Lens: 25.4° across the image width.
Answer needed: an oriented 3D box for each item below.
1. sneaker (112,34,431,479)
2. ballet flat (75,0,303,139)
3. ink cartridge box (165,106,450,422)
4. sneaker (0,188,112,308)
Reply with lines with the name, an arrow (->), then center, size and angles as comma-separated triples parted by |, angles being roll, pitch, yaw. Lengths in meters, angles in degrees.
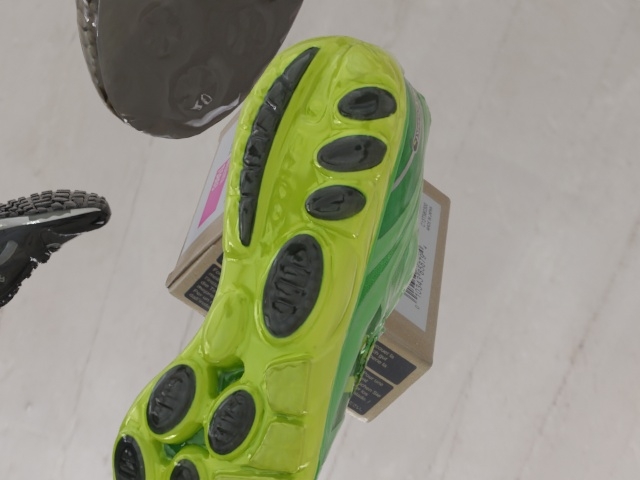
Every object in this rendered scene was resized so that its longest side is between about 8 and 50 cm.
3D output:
sneaker -> -0.009, 0.048, 0.706 | 0.109, 0.123, 0.295 | 27, 102, 27
ballet flat -> -0.037, -0.158, 0.463 | 0.084, 0.058, 0.250 | -2, 108, -38
ink cartridge box -> 0.000, 0.000, 1.126 | 0.193, 0.235, 0.088 | 36, 123, -16
sneaker -> -0.392, 0.020, 1.775 | 0.283, 0.107, 0.124 | -13, 107, -2
